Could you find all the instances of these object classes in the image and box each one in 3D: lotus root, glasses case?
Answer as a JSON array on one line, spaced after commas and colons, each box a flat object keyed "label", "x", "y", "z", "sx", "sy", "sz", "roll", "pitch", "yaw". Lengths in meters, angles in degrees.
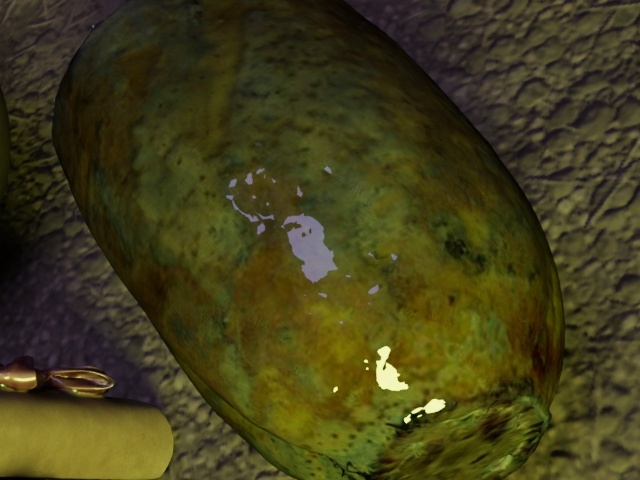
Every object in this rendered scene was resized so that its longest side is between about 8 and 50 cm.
[{"label": "lotus root", "x": 0.000, "y": 0.000, "z": 0.867, "sx": 0.250, "sy": 0.250, "sz": 0.346, "roll": -38, "pitch": 55, "yaw": 2}, {"label": "glasses case", "x": -0.190, "y": 0.106, "z": 0.919, "sx": 0.102, "sy": 0.193, "sz": 0.070, "roll": 12, "pitch": 88, "yaw": 35}]

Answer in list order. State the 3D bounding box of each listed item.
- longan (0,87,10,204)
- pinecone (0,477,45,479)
[{"label": "longan", "x": -0.379, "y": -0.071, "z": 1.093, "sx": 0.297, "sy": 0.297, "sz": 0.297, "roll": -14, "pitch": 55, "yaw": 21}, {"label": "pinecone", "x": -0.213, "y": 0.237, "z": 0.847, "sx": 0.201, "sy": 0.229, "sz": 0.202, "roll": 42, "pitch": 105, "yaw": 6}]
